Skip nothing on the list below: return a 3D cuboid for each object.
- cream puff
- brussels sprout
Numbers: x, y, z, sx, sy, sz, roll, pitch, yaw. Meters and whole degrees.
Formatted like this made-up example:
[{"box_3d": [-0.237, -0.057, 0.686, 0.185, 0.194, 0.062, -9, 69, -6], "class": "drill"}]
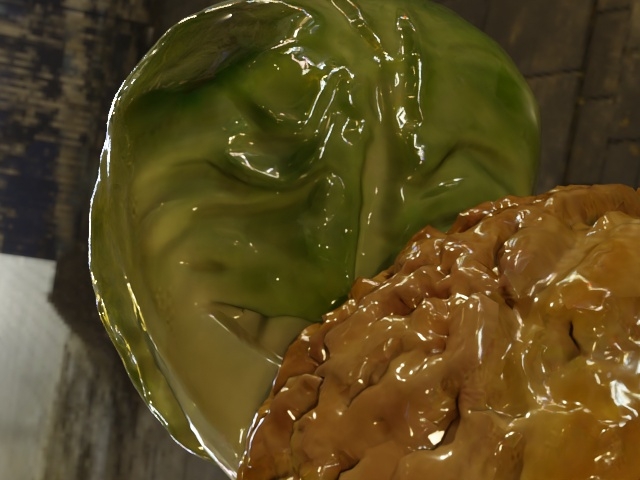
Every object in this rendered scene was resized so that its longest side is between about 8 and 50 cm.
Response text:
[{"box_3d": [0.092, 0.132, 0.557, 0.231, 0.327, 0.343, 27, 75, 42], "class": "cream puff"}, {"box_3d": [-0.004, 0.003, 0.802, 0.281, 0.289, 0.354, 101, 166, -50], "class": "brussels sprout"}]
